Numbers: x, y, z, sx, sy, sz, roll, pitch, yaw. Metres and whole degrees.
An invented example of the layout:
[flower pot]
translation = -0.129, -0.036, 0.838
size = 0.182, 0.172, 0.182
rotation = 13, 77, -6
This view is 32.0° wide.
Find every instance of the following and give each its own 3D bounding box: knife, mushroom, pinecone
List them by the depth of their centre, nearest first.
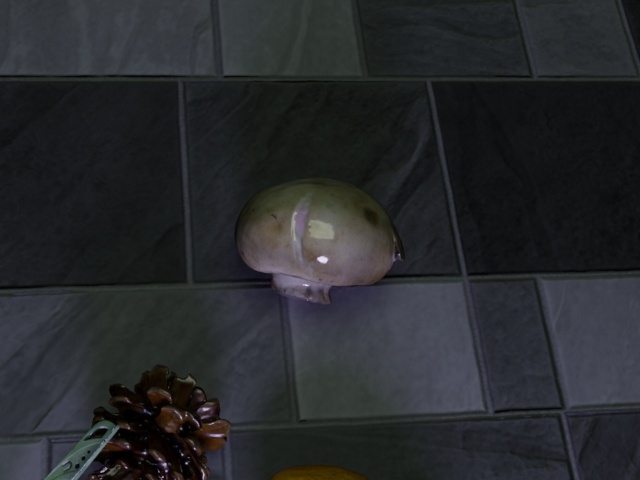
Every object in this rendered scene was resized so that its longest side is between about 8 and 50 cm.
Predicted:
[knife]
translation = -0.357, 0.334, 1.414
size = 0.293, 0.020, 0.043
rotation = -48, 52, 2
[pinecone]
translation = -0.223, 0.267, 1.478
size = 0.179, 0.150, 0.195
rotation = 34, 65, 6
[mushroom]
translation = 0.000, 0.000, 1.638
size = 0.254, 0.255, 0.184
rotation = 15, 93, 0

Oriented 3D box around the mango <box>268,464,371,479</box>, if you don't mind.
[mango]
translation = 0.047, 0.402, 1.455
size = 0.294, 0.120, 0.177
rotation = 29, 62, 8
